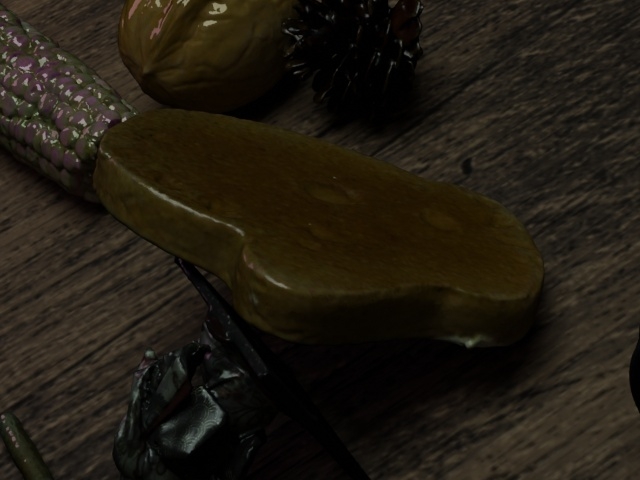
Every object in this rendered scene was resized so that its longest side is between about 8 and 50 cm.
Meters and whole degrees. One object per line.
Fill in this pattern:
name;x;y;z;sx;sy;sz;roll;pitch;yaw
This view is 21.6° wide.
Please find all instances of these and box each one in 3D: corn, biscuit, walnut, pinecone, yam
corn;-0.272;-0.140;1.557;0.126;0.127;0.335;-39;46;-23
biscuit;0.000;0.002;1.215;0.343;0.057;0.287;16;24;-6
walnut;-0.093;-0.201;1.532;0.159;0.159;0.206;18;47;35
pinecone;0.028;-0.174;1.462;0.120;0.140;0.140;10;38;-15
yam;-0.219;0.167;1.265;0.021;0.021;0.116;-28;42;-11

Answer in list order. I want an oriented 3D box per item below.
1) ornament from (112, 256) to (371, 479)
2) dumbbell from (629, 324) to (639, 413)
ornament;-0.106;0.145;1.175;0.196;0.166;0.153;-40;42;-2
dumbbell;0.236;0.154;0.985;0.185;0.185;0.388;10;48;30
